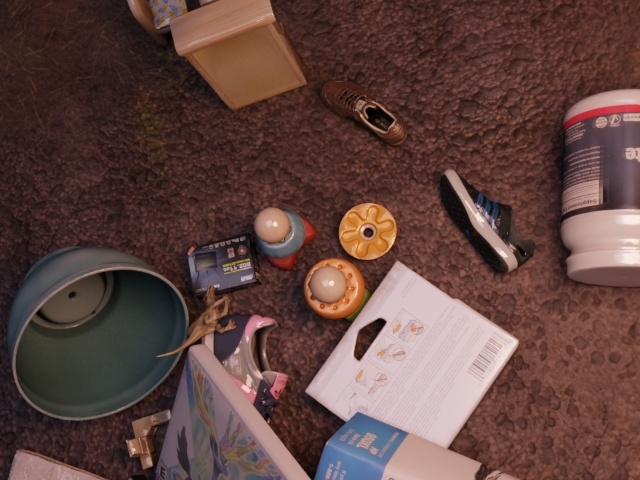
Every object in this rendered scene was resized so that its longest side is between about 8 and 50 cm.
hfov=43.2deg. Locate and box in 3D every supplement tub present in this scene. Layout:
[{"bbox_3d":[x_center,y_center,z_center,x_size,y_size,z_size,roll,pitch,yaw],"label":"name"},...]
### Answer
[{"bbox_3d":[0.469,-0.077,1.244,0.191,0.191,0.272,2,77,14],"label":"supplement tub"}]

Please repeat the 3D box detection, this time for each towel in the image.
[{"bbox_3d":[-0.438,0.491,1.396,0.282,0.049,0.187,13,79,16],"label":"towel"}]

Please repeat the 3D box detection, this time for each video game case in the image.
[{"bbox_3d":[-0.145,0.373,1.221,0.329,0.036,0.300,43,124,42],"label":"video game case"}]

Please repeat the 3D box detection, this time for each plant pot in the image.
[{"bbox_3d":[-0.399,0.127,1.374,0.293,0.293,0.196,-48,46,-1],"label":"plant pot"}]

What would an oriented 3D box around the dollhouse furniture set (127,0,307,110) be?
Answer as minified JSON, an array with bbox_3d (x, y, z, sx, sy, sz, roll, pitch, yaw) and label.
[{"bbox_3d":[-0.177,-0.477,1.457,0.362,0.256,0.394,-18,74,8],"label":"dollhouse furniture set"}]

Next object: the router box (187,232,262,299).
[{"bbox_3d":[-0.172,0.047,1.445,0.122,0.038,0.092,-15,75,9],"label":"router box"}]

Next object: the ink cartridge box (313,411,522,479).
[{"bbox_3d":[0.168,0.467,1.165,0.394,0.166,0.286,19,99,16],"label":"ink cartridge box"}]

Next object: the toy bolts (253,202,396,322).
[{"bbox_3d":[0.000,0.000,1.352,0.228,0.158,0.218,29,85,18],"label":"toy bolts"}]

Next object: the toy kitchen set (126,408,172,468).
[{"bbox_3d":[-0.284,0.341,1.384,0.075,0.068,0.083,-20,73,8],"label":"toy kitchen set"}]

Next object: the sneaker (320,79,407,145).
[{"bbox_3d":[0.076,-0.241,1.438,0.188,0.071,0.066,34,87,18],"label":"sneaker"}]

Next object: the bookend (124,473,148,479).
[{"bbox_3d":[-0.321,0.490,1.309,0.156,0.072,0.157,-35,75,-3],"label":"bookend"}]

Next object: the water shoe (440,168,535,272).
[{"bbox_3d":[0.278,-0.040,1.355,0.080,0.073,0.203,-27,75,-17],"label":"water shoe"}]

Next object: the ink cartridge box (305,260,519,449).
[{"bbox_3d":[0.149,0.211,1.320,0.239,0.060,0.275,35,87,19],"label":"ink cartridge box"}]

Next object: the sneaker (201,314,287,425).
[{"bbox_3d":[-0.115,0.275,1.338,0.131,0.112,0.319,-13,75,13],"label":"sneaker"}]

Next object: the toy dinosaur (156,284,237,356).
[{"bbox_3d":[-0.191,0.141,1.343,0.092,0.183,0.053,-21,115,32],"label":"toy dinosaur"}]
